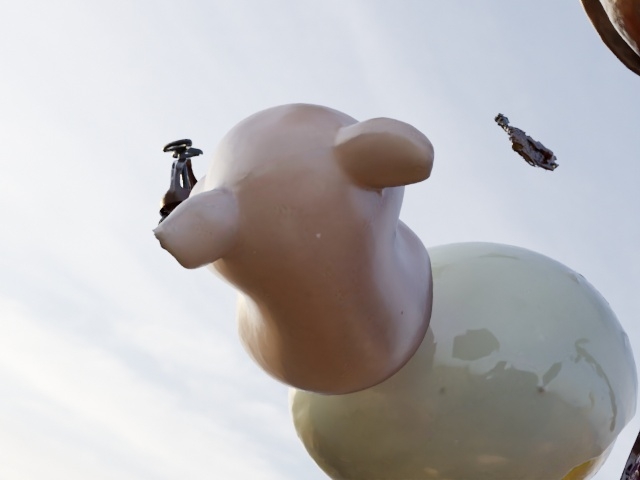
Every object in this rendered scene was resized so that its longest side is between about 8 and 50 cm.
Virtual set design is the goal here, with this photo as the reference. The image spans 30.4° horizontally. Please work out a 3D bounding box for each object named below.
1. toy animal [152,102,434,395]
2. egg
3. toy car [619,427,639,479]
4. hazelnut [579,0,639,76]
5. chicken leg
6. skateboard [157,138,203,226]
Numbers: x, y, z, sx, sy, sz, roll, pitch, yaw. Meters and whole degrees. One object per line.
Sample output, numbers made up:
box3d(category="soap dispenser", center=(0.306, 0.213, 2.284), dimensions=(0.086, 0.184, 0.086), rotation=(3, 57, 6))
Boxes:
box3d(category="toy animal", center=(-0.002, -0.004, 0.923), dimensions=(0.195, 0.213, 0.256), rotation=(-24, -51, 1))
box3d(category="egg", center=(0.136, 0.141, 1.164), dimensions=(0.345, 0.283, 0.283), rotation=(-5, -11, -28))
box3d(category="toy car", center=(0.318, 0.183, 0.787), dimensions=(0.240, 0.271, 0.341), rotation=(23, -21, 12))
box3d(category="hazelnut", center=(0.254, -0.169, 0.749), dimensions=(0.177, 0.178, 0.204), rotation=(18, -10, 8))
box3d(category="chicken leg", center=(0.212, -0.099, 1.219), dimensions=(0.083, 0.036, 0.021), rotation=(38, -53, -1))
box3d(category="skateboard", center=(-0.109, -0.038, 1.053), dimensions=(0.067, 0.080, 0.151), rotation=(-8, -12, 7))
